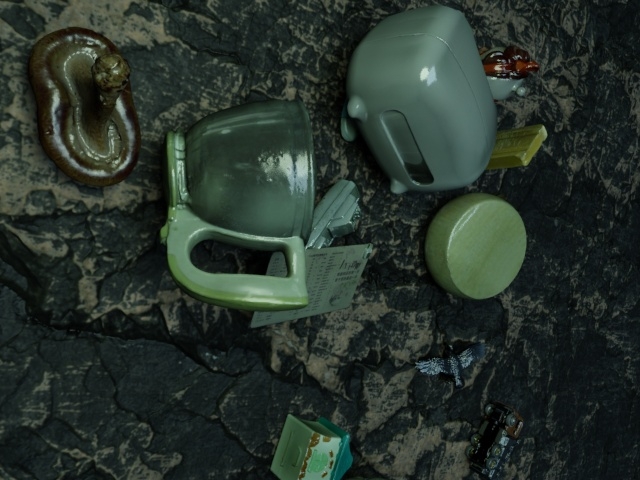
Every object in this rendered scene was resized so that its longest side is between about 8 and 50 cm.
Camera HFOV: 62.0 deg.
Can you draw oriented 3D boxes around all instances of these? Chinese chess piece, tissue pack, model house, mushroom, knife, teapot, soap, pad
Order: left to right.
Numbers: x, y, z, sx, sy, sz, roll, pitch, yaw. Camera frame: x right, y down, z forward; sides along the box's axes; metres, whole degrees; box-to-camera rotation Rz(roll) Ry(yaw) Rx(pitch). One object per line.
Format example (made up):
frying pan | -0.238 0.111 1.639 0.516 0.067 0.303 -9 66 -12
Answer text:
mushroom | -0.299 -0.183 0.715 0.147 0.217 0.227 -23 108 -31
teapot | -0.132 -0.060 0.850 0.239 0.239 0.322 -3 95 -11
pad | -0.008 0.083 1.015 0.264 0.009 0.160 -4 122 -43
model house | -0.004 0.429 1.068 0.148 0.100 0.127 22 84 -36
knife | 0.080 -0.307 1.076 0.064 0.031 0.222 24 79 -48
tissue pack | 0.195 -0.246 1.020 0.333 0.229 0.236 53 55 -40
Chinese chess piece | 0.360 0.013 1.243 0.250 0.101 0.251 -5 102 -25
soap | 0.359 -0.194 1.149 0.037 0.252 0.092 47 71 -25

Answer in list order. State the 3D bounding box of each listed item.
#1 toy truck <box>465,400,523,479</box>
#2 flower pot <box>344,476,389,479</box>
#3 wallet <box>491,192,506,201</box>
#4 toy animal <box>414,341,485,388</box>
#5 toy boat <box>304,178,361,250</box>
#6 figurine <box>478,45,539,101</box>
toy truck | 0.462 0.532 1.412 0.092 0.083 0.192 39 75 -31
flower pot | 0.113 0.626 1.114 0.245 0.195 0.246 -6 100 -35
wallet | 0.442 -0.015 1.361 0.110 0.031 0.198 -23 109 -31
toy animal | 0.321 0.301 1.298 0.220 0.062 0.108 -6 100 -28
toy boat | 0.000 0.000 1.021 0.261 0.085 0.078 -56 154 -15
figurine | 0.347 -0.356 1.135 0.183 0.226 0.160 9 92 -35
